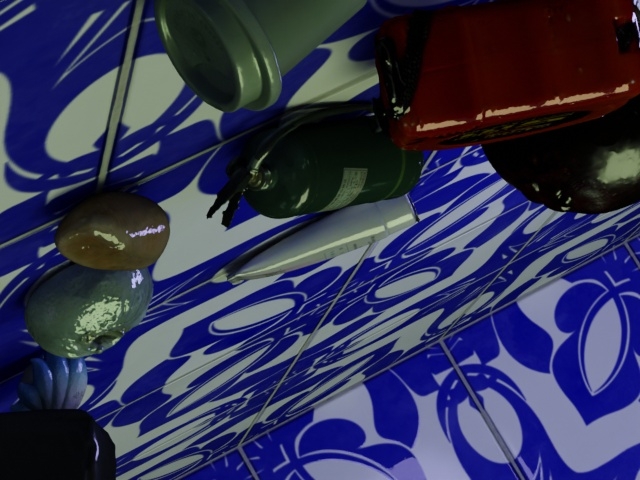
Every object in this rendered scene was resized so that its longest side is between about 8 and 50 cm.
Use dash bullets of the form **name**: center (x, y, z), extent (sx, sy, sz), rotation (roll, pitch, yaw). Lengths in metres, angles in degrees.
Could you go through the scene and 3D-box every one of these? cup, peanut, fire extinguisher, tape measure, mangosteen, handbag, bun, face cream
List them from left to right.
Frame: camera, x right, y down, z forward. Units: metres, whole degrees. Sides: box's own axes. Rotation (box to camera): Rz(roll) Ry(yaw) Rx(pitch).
- **handbag**: center (-0.378, 0.303, 2.007), extent (0.302, 0.177, 0.275), rotation (-5, 162, -1)
- **bun**: center (-0.229, 0.069, 1.799), extent (0.141, 0.083, 0.141), rotation (-32, 169, -7)
- **peanut**: center (-0.189, -0.008, 1.604), extent (0.076, 0.076, 0.152), rotation (-35, 170, 20)
- **cup**: center (-0.033, -0.165, 1.234), extent (0.141, 0.120, 0.120), rotation (-34, 170, -22)
- **fire extinguisher**: center (-0.010, -0.073, 1.733), extent (0.294, 0.093, 0.118), rotation (-12, 132, -56)
- **face cream**: center (0.000, 0.000, 2.155), extent (0.244, 0.058, 0.092), rotation (-24, 173, -1)
- **tape measure**: center (0.160, -0.154, 1.620), extent (0.253, 0.114, 0.260), rotation (-10, 178, -4)
- **mangosteen**: center (0.283, -0.158, 1.852), extent (0.228, 0.228, 0.265), rotation (86, 27, -77)

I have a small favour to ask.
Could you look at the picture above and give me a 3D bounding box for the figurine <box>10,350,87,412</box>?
- **figurine**: center (-0.307, 0.158, 2.040), extent (0.114, 0.079, 0.114), rotation (-38, 141, -39)
